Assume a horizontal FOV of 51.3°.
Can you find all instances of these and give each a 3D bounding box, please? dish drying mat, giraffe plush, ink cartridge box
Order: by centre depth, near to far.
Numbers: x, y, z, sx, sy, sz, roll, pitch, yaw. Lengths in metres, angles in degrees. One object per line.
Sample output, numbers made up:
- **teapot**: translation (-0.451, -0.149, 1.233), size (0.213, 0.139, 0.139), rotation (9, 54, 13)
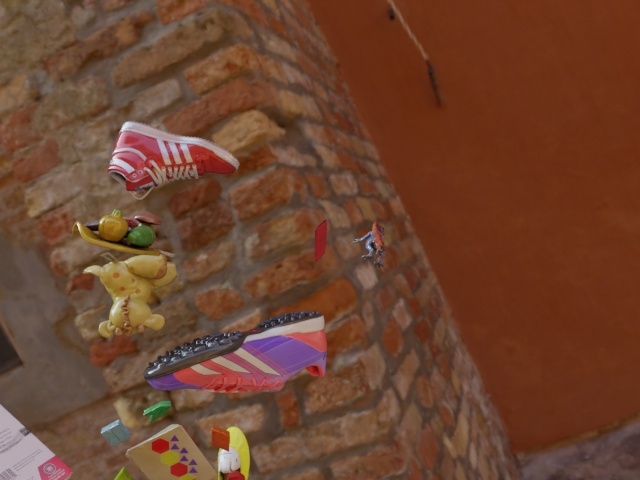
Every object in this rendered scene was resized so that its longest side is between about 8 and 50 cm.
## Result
- **dish drying mat**: translation (0.000, 0.000, 1.190), size (0.008, 0.083, 0.032), rotation (30, 53, 24)
- **ink cartridge box**: translation (-0.664, 0.467, 1.362), size (0.100, 0.237, 0.172), rotation (-55, -9, 19)
- **giraffe plush**: translation (-0.416, 0.131, 1.486), size (0.181, 0.170, 0.210), rotation (-19, -19, 18)

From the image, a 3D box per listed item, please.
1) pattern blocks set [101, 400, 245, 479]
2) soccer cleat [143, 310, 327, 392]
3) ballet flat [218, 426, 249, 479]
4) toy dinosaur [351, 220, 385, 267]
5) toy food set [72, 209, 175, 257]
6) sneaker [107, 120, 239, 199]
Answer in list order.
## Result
- **pattern blocks set**: translation (-0.328, 0.499, 1.494), size (0.285, 0.325, 0.026), rotation (-19, 24, 0)
- **soccer cleat**: translation (-0.116, 0.195, 1.037), size (0.318, 0.116, 0.109), rotation (-11, 1, -39)
- **ballet flat**: translation (-0.215, 0.570, 1.601), size (0.077, 0.231, 0.077), rotation (-4, -10, 18)
- **toy dinosaur**: translation (0.088, 0.000, 0.985), size (0.090, 0.047, 0.082), rotation (-37, 32, 52)
- **toy food set**: translation (-0.337, -0.022, 1.162), size (0.128, 0.071, 0.218), rotation (16, 0, 9)
- **sneaker**: translation (-0.140, -0.066, 0.626), size (0.118, 0.067, 0.042), rotation (15, -24, 3)
